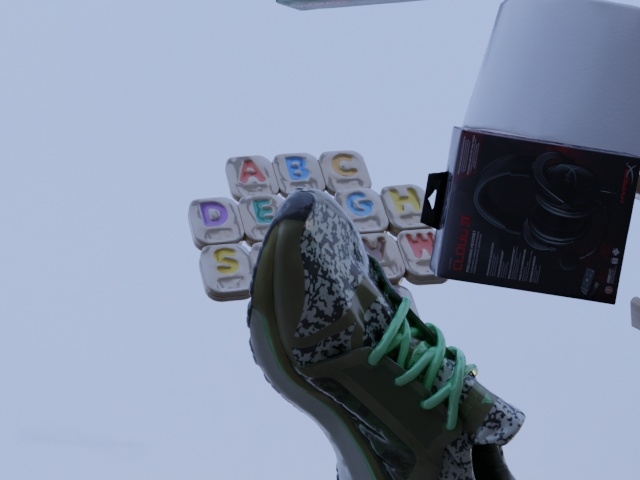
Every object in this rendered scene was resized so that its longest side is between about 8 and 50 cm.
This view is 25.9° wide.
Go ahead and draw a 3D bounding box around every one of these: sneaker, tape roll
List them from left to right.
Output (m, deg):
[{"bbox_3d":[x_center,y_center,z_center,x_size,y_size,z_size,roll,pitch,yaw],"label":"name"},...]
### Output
[{"bbox_3d":[0.084,0.118,1.174,0.182,0.158,0.410,-3,-51,33],"label":"sneaker"},{"bbox_3d":[0.249,-0.082,0.993,0.286,0.286,0.100,18,-89,-37],"label":"tape roll"}]

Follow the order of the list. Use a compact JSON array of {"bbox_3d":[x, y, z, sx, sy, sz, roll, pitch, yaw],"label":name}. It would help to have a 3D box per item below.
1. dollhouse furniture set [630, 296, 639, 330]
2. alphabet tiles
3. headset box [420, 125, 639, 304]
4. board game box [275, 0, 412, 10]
[{"bbox_3d":[0.491,-0.046,1.724,0.173,0.303,0.356,-25,-58,-25],"label":"dollhouse furniture set"},{"bbox_3d":[0.000,0.000,1.565,0.284,0.278,0.021,-4,-40,-15],"label":"alphabet tiles"},{"bbox_3d":[0.083,-0.012,0.574,0.083,0.032,0.062,9,-83,-3],"label":"headset box"},{"bbox_3d":[0.087,-0.361,1.477,0.046,0.317,0.214,8,-93,-45],"label":"board game box"}]
